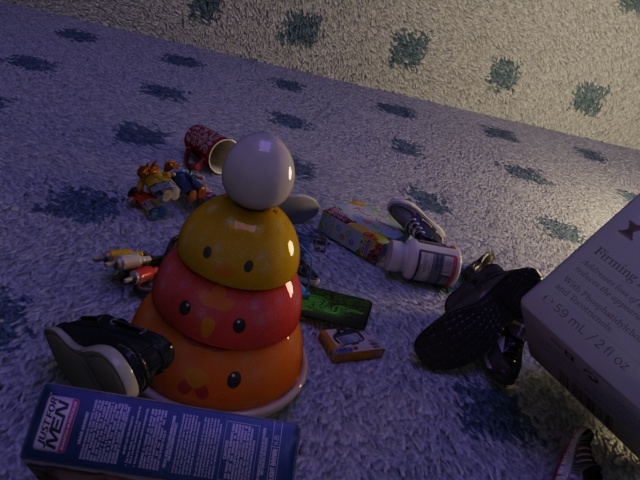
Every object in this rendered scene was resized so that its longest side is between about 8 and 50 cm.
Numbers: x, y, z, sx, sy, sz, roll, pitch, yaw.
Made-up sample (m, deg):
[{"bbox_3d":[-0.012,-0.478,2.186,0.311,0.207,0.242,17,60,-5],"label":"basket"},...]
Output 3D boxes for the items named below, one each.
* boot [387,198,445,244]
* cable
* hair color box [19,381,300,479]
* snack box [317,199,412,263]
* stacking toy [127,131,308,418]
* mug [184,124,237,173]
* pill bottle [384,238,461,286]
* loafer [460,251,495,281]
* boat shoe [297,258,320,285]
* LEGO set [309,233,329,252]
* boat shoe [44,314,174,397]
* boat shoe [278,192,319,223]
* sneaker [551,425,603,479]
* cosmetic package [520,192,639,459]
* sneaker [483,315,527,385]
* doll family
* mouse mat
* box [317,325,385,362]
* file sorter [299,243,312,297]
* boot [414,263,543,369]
[{"bbox_3d":[0.260,-0.038,1.780,0.190,0.069,0.086,32,29,-8],"label":"boot"},{"bbox_3d":[-0.352,0.043,1.463,0.139,0.072,0.287,33,32,21],"label":"cable"},{"bbox_3d":[-0.216,0.301,0.927,0.347,0.174,0.105,12,58,-6],"label":"hair color box"},{"bbox_3d":[0.126,-0.029,1.830,0.207,0.070,0.174,33,31,27],"label":"snack box"},{"bbox_3d":[-0.152,0.038,1.131,0.350,0.480,0.351,11,28,-6],"label":"stacking toy"},{"bbox_3d":[-0.354,-0.288,2.033,0.150,0.113,0.169,-9,33,-40],"label":"mug"},{"bbox_3d":[0.262,0.053,1.707,0.180,0.108,0.108,11,28,-7],"label":"pill bottle"},{"bbox_3d":[0.444,0.081,1.812,0.061,0.062,0.170,48,41,13],"label":"loafer"},{"bbox_3d":[-0.057,0.062,1.605,0.142,0.040,0.049,31,32,29],"label":"boat shoe"},{"bbox_3d":[0.002,0.001,1.764,0.054,0.023,0.083,4,30,-21],"label":"LEGO set"},{"bbox_3d":[-0.339,0.172,1.053,0.113,0.127,0.340,-31,13,-35],"label":"boat shoe"},{"bbox_3d":[-0.131,-0.107,1.823,0.258,0.095,0.084,3,34,-24],"label":"boat shoe"},{"bbox_3d":[0.480,0.410,1.208,0.074,0.063,0.170,27,35,23],"label":"sneaker"},{"bbox_3d":[0.646,0.152,1.258,0.393,0.327,0.329,-41,56,-4],"label":"cosmetic package"},{"bbox_3d":[0.421,0.224,1.461,0.078,0.106,0.234,30,29,5],"label":"sneaker"},{"bbox_3d":[-0.392,-0.155,1.756,0.263,0.118,0.163,-12,38,-41],"label":"doll family"},{"bbox_3d":[0.019,0.147,1.493,0.189,0.007,0.152,12,22,7],"label":"mouse mat"},{"bbox_3d":[0.072,0.218,1.397,0.136,0.028,0.081,-3,32,-27],"label":"box"},{"bbox_3d":[-0.117,0.064,1.488,0.170,0.105,0.118,-3,26,-29],"label":"file sorter"},{"bbox_3d":[0.333,0.172,1.507,0.338,0.118,0.222,-29,5,-12],"label":"boot"}]
